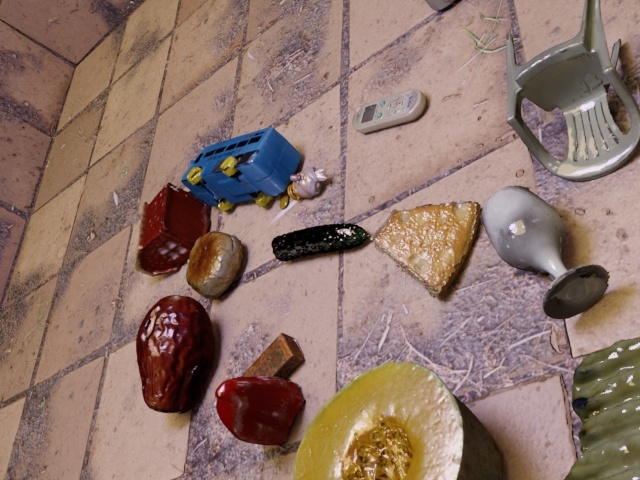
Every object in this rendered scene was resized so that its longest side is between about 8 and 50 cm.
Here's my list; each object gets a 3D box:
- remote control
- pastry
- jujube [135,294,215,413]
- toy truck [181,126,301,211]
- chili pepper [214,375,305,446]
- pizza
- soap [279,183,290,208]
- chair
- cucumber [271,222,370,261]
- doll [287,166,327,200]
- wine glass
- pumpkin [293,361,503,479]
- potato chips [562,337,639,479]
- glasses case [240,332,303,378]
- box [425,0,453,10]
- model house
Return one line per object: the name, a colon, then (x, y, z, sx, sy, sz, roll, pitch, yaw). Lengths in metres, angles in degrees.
remote control: (0.164, -0.308, 1.813, 0.221, 0.042, 0.078, -9, 60, 48)
pastry: (-0.286, 0.066, 2.033, 0.192, 0.093, 0.182, 9, 73, 56)
jujube: (-0.367, 0.283, 1.893, 0.197, 0.197, 0.290, -6, 76, 48)
toy truck: (-0.228, -0.191, 2.098, 0.385, 0.161, 0.162, -7, 48, 51)
chili pepper: (-0.145, 0.344, 1.542, 0.144, 0.253, 0.136, -38, 59, 15)
pizza: (0.223, -0.006, 1.504, 0.188, 0.080, 0.204, 34, 82, 32)
soap: (-0.095, -0.122, 2.010, 0.034, 0.012, 0.089, -28, 45, 40)
chair: (0.453, -0.270, 1.343, 0.203, 0.190, 0.274, -23, 41, 41)
cucumber: (-0.001, -0.002, 1.766, 0.300, 0.072, 0.072, -12, 56, 44)
doll: (-0.037, -0.150, 1.900, 0.127, 0.084, 0.073, -33, 45, 44)
wine glass: (0.368, 0.013, 1.268, 0.126, 0.126, 0.241, -45, 40, 19)
pumpkin: (0.134, 0.388, 1.235, 0.332, 0.199, 0.332, -26, 43, 27)
potato chips: (0.459, 0.308, 0.971, 0.389, 0.097, 0.373, 0, 59, 51)
glasses case: (-0.129, 0.312, 1.707, 0.218, 0.049, 0.075, -48, 44, 15)
box: (0.361, -0.787, 1.885, 0.367, 0.090, 0.373, -41, 40, 24)
model house: (-0.468, -0.021, 2.260, 0.254, 0.160, 0.196, -33, 44, 33)
